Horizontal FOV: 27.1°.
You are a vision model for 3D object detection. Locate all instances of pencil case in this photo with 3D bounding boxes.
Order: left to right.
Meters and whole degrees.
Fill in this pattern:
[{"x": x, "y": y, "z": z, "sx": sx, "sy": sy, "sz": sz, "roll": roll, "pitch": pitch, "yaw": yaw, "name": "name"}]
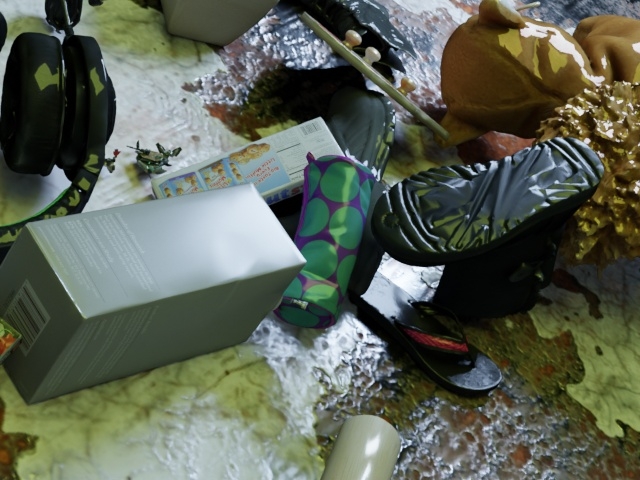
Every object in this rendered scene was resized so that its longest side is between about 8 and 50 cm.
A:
[{"x": 0.000, "y": 0.000, "z": 1.197, "sx": 0.070, "sy": 0.064, "sz": 0.152, "roll": 19, "pitch": 71, "yaw": -7, "name": "pencil case"}]

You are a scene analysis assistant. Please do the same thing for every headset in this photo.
[{"x": -0.293, "y": -0.133, "z": 1.177, "sx": 0.243, "sy": 0.185, "sz": 0.394, "roll": 26, "pitch": 55, "yaw": -7, "name": "headset"}]

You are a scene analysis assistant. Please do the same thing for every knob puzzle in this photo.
[{"x": 0.051, "y": -0.199, "z": 1.453, "sx": 0.213, "sy": 0.030, "sz": 0.213, "roll": 39, "pitch": 8, "yaw": -7, "name": "knob puzzle"}]

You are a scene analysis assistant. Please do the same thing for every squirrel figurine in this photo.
[{"x": 0.322, "y": -0.141, "z": 1.486, "sx": 0.370, "sy": 0.281, "sz": 0.397, "roll": 18, "pitch": 28, "yaw": -12, "name": "squirrel figurine"}]

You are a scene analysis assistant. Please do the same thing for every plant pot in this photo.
[{"x": -0.120, "y": -0.276, "z": 1.445, "sx": 0.109, "sy": 0.096, "sz": 0.109, "roll": 8, "pitch": 47, "yaw": -30, "name": "plant pot"}]

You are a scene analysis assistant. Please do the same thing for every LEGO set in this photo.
[{"x": -0.172, "y": -0.074, "z": 1.267, "sx": 0.083, "sy": 0.023, "sz": 0.054, "roll": -1, "pitch": 34, "yaw": -18, "name": "LEGO set"}]

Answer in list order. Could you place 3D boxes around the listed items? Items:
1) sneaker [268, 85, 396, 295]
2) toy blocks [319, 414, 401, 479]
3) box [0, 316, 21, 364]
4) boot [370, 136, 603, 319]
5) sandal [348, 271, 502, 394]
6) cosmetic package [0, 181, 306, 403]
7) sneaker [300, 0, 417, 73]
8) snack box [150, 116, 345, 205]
[{"x": 0.005, "y": -0.071, "z": 1.337, "sx": 0.130, "sy": 0.109, "sz": 0.286, "roll": 13, "pitch": 38, "yaw": -7, "name": "sneaker"}, {"x": 0.041, "y": 0.329, "z": 0.817, "sx": 0.309, "sy": 0.288, "sz": 0.260, "roll": 35, "pitch": 34, "yaw": -6, "name": "toy blocks"}, {"x": -0.306, "y": 0.064, "z": 0.990, "sx": 0.137, "sy": 0.027, "sz": 0.094, "roll": 40, "pitch": 69, "yaw": 3, "name": "box"}, {"x": 0.146, "y": 0.014, "z": 1.284, "sx": 0.246, "sy": 0.207, "sz": 0.094, "roll": -20, "pitch": 59, "yaw": -24, "name": "boot"}, {"x": 0.106, "y": 0.086, "z": 1.298, "sx": 0.179, "sy": 0.040, "sz": 0.067, "roll": 39, "pitch": 38, "yaw": 3, "name": "sandal"}, {"x": -0.143, "y": 0.039, "z": 1.092, "sx": 0.238, "sy": 0.127, "sz": 0.107, "roll": -15, "pitch": 62, "yaw": -47, "name": "cosmetic package"}, {"x": 0.036, "y": -0.265, "z": 1.588, "sx": 0.170, "sy": 0.051, "sz": 0.089, "roll": 25, "pitch": 36, "yaw": -20, "name": "sneaker"}, {"x": -0.067, "y": -0.060, "z": 1.257, "sx": 0.178, "sy": 0.022, "sz": 0.064, "roll": -22, "pitch": 59, "yaw": -13, "name": "snack box"}]
